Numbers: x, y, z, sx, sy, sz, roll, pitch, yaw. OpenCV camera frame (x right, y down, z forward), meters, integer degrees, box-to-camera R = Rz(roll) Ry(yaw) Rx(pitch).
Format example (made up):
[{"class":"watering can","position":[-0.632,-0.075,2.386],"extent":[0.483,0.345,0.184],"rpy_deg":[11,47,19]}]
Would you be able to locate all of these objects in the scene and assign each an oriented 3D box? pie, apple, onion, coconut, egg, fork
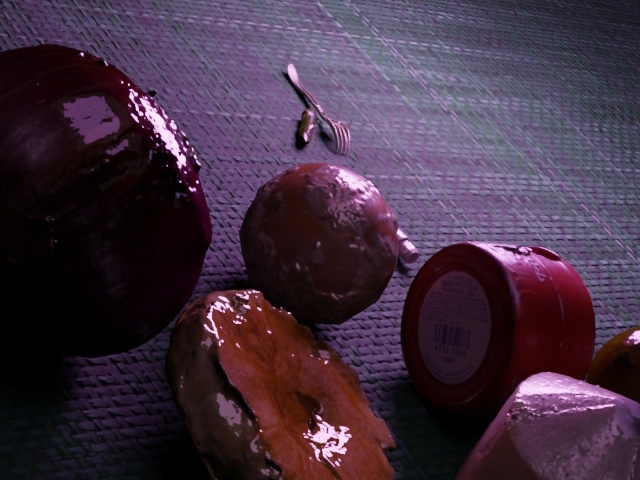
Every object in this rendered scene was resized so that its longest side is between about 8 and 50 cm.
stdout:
[{"class":"pie","position":[-0.037,0.192,1.762],"extent":[0.339,0.083,0.339],"rpy_deg":[39,28,-25]},{"class":"apple","position":[0.443,0.206,2.178],"extent":[0.196,0.196,0.157],"rpy_deg":[8,6,-37]},{"class":"onion","position":[-0.314,-0.013,1.704],"extent":[0.385,0.348,0.348],"rpy_deg":[-30,57,-15]},{"class":"coconut","position":[0.283,0.272,1.843],"extent":[0.239,0.244,0.239],"rpy_deg":[23,28,-13]},{"class":"egg","position":[0.000,0.000,2.049],"extent":[0.203,0.203,0.245],"rpy_deg":[23,22,-16]},{"class":"fork","position":[-0.002,-0.212,2.568],"extent":[0.034,0.028,0.219],"rpy_deg":[5,38,-34]}]

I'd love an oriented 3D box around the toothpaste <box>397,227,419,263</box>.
[{"class":"toothpaste","position":[0.078,-0.033,2.362],"extent":[0.048,0.031,0.190],"rpy_deg":[-4,40,-43]}]

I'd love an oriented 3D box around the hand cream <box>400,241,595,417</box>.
[{"class":"hand cream","position":[0.219,0.115,2.060],"extent":[0.149,0.230,0.230],"rpy_deg":[4,38,-37]}]

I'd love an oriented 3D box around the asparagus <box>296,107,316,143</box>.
[{"class":"asparagus","position":[-0.021,-0.171,2.490],"extent":[0.025,0.021,0.108],"rpy_deg":[23,29,-7]}]
